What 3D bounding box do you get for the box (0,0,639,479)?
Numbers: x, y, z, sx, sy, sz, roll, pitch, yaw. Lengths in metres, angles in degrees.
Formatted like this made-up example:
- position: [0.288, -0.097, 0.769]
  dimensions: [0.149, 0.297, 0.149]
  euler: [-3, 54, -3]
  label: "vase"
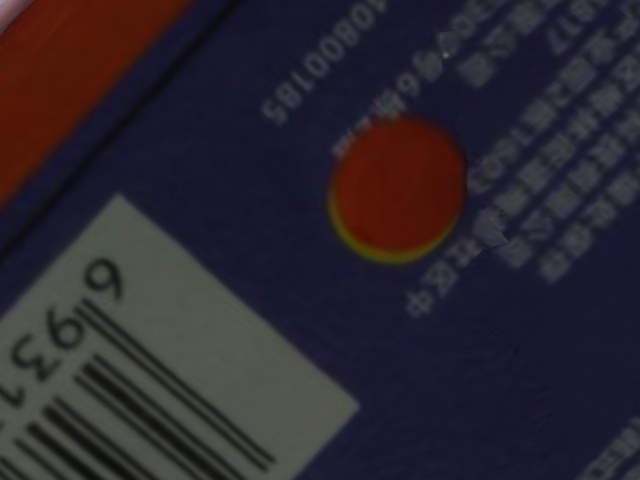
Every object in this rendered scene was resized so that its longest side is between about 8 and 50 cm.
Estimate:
- position: [0.000, 0.000, 0.503]
  dimensions: [0.257, 0.318, 0.349]
  euler: [42, -89, -19]
  label: "box"
